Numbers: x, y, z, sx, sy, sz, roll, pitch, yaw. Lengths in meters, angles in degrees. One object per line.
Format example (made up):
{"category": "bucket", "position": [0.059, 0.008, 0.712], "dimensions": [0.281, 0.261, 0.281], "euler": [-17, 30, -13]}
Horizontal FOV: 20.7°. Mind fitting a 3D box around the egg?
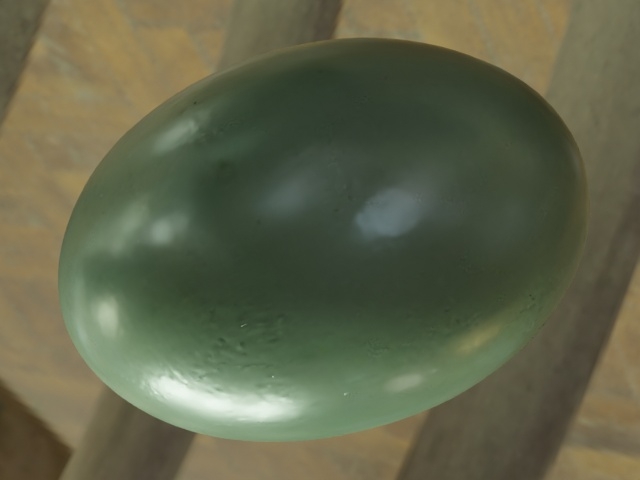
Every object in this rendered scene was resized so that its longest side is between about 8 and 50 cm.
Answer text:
{"category": "egg", "position": [0.000, 0.000, 0.910], "dimensions": [0.283, 0.203, 0.203], "euler": [-17, 137, 10]}
